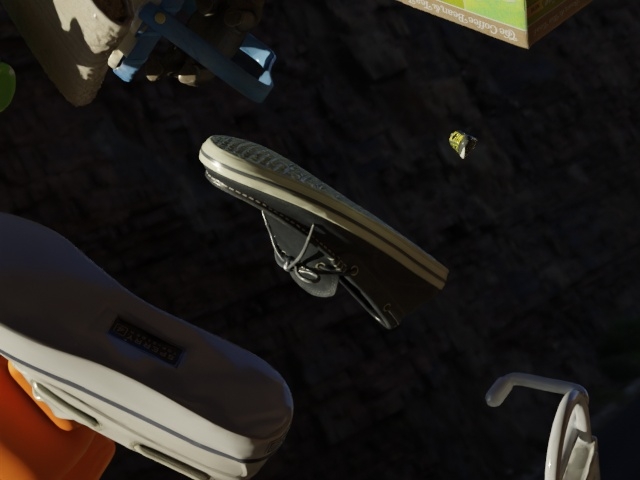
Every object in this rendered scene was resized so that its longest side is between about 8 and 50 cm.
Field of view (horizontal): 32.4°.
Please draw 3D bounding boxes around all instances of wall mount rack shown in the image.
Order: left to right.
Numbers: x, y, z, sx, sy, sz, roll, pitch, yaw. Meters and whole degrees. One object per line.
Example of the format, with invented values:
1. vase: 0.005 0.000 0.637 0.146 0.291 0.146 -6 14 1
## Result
1. wall mount rack: 0.168 0.300 0.998 0.130 0.350 0.304 7 40 28

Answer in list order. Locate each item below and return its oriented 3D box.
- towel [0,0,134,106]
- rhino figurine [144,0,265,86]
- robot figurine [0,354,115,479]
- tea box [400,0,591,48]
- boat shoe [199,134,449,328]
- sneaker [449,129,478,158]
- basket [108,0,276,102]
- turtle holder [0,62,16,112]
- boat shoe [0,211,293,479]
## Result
1. towel: -0.278 -0.276 1.040 0.049 0.282 0.187 -33 -3 -28
2. rhino figurine: -0.112 -0.283 1.372 0.243 0.073 0.106 -46 -2 16
3. robot figurine: -0.264 0.126 0.881 0.128 0.219 0.158 -41 25 -7
4. tea box: 0.263 -0.530 1.751 0.220 0.329 0.324 -38 -45 -23
5. boat shoe: 0.000 0.000 1.672 0.500 0.187 0.156 32 -84 -41
6. sneaker: 0.188 -0.131 1.481 0.031 0.035 0.083 -52 -4 2
7. basket: -0.178 -0.281 1.342 0.201 0.289 0.255 -57 11 14
8. turtle holder: -0.428 -0.176 1.080 0.243 0.227 0.320 -50 -45 1
9. boat shoe: -0.148 0.074 0.709 0.088 0.267 0.096 -60 5 37
